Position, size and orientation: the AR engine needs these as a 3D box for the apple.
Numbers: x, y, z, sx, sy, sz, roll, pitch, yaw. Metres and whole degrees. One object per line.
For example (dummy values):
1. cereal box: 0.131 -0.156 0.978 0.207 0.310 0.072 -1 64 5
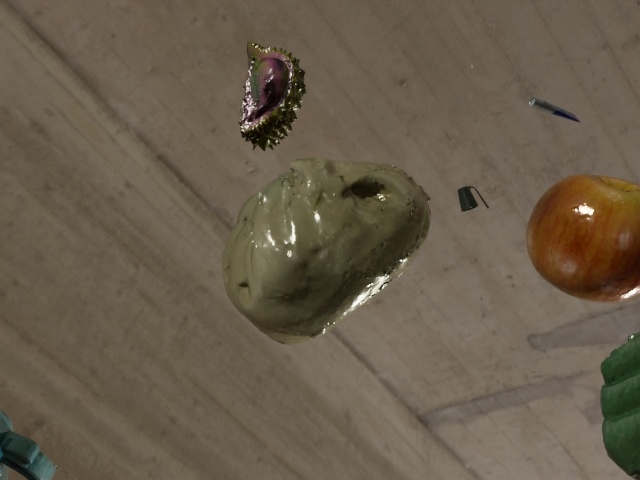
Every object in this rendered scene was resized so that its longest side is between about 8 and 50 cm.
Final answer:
1. apple: 0.563 -0.010 1.299 0.286 0.286 0.233 13 -65 4

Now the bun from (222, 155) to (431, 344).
1. bun: 0.000 0.000 0.996 0.234 0.362 0.326 48 -40 1

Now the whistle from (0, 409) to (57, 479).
1. whistle: -0.406 0.236 0.733 0.186 0.093 0.274 18 -47 2

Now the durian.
1. durian: -0.060 -0.244 1.089 0.108 0.186 0.119 -9 -18 41

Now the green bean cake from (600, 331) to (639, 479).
1. green bean cake: 0.529 0.193 0.817 0.308 0.300 0.169 23 -38 -5

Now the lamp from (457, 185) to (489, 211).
1. lamp: 0.274 -0.080 1.180 0.041 0.121 0.054 -22 -99 21

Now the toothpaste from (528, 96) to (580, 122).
1. toothpaste: 0.338 -0.187 0.924 0.083 0.024 0.015 13 -53 -19
